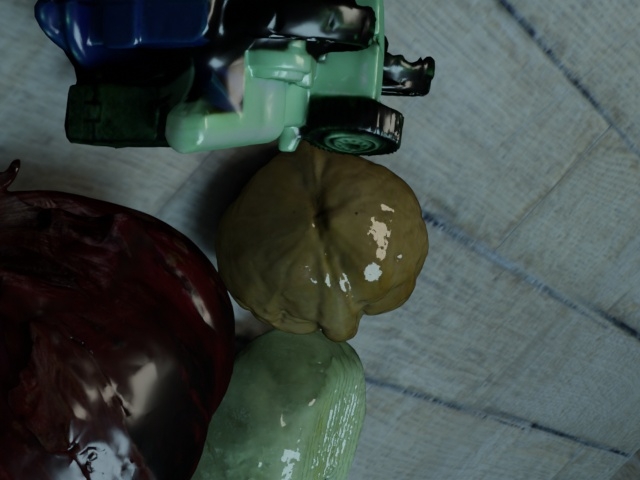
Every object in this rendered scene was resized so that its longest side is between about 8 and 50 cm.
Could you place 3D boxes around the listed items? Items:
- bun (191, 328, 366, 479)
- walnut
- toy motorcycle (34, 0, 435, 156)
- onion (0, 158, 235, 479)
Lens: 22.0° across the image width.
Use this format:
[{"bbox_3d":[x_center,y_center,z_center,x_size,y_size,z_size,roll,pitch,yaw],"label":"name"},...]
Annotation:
[{"bbox_3d":[-0.046,0.167,1.390,0.212,0.126,0.203,39,71,-71],"label":"bun"},{"bbox_3d":[0.000,0.000,1.188,0.167,0.149,0.166,-11,170,-2],"label":"walnut"},{"bbox_3d":[-0.048,-0.101,0.854,0.331,0.196,0.125,-2,93,-79],"label":"toy motorcycle"},{"bbox_3d":[-0.160,0.081,0.987,0.221,0.281,0.281,-7,-176,41],"label":"onion"}]
